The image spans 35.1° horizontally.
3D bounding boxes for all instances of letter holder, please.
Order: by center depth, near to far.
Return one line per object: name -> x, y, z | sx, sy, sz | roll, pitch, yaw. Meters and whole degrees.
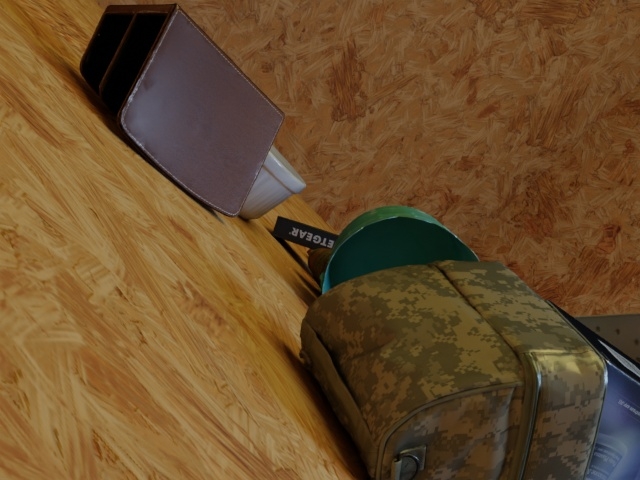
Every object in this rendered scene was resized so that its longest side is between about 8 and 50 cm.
letter holder -> -0.226, -0.187, 1.563 | 0.152, 0.214, 0.302 | 9, -20, 37

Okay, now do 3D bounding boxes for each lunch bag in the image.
lunch bag -> 0.131, 0.159, 1.145 | 0.256, 0.212, 0.305 | 1, 25, -19

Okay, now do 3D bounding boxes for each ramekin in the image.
ramekin -> -0.162, -0.156, 1.875 | 0.273, 0.127, 0.273 | 47, 5, -5

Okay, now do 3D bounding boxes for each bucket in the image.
bucket -> 0.135, 0.073, 1.745 | 0.281, 0.281, 0.183 | 46, 7, -9

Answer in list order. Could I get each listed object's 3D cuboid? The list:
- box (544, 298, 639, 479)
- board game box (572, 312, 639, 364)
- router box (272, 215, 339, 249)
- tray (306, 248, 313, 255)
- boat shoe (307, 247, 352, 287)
box -> 0.377, 0.301, 1.539 | 0.296, 0.294, 0.183 | 32, 14, -32
board game box -> 0.499, 0.325, 1.786 | 0.390, 0.050, 0.390 | -11, -95, 57
router box -> 0.000, 0.000, 2.081 | 0.179, 0.046, 0.133 | 18, 0, 9
tray -> 0.146, 0.170, 2.293 | 0.411, 0.076, 0.203 | 46, 4, -28
boat shoe -> 0.066, 0.087, 1.992 | 0.104, 0.111, 0.307 | 31, -11, 28
